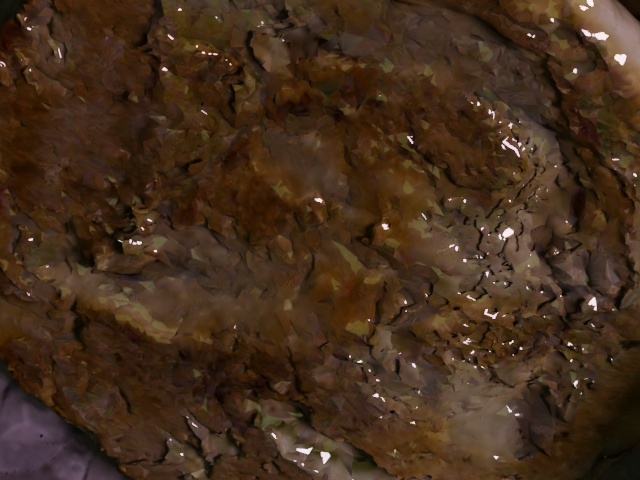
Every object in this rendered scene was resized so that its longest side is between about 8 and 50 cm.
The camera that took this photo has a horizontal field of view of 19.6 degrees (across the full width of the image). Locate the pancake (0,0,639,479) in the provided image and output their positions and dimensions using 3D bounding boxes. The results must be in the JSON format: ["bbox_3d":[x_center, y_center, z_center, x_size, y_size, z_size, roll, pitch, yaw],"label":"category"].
[{"bbox_3d":[-0.001,0.001,0.781,0.356,0.065,0.356,9,125,13],"label":"pancake"}]

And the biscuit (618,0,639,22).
[{"bbox_3d":[0.114,-0.126,0.635,0.359,0.359,0.046,32,85,0],"label":"biscuit"}]
